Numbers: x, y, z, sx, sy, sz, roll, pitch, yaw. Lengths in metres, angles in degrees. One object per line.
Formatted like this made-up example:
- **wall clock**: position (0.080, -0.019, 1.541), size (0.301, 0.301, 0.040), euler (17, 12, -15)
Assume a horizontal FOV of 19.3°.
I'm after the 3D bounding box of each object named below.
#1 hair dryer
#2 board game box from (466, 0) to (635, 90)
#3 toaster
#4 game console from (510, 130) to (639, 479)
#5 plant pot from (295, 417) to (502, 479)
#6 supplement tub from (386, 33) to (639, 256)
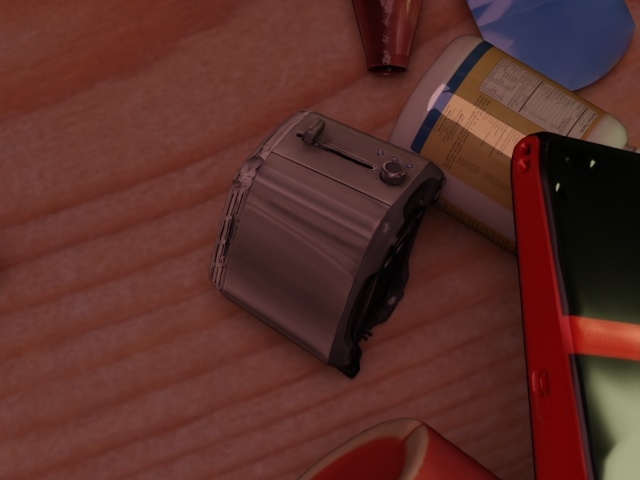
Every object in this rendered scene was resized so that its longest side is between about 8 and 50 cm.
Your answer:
- **hair dryer**: position (-0.003, -0.266, 1.701), size (0.223, 0.080, 0.293), euler (-42, 72, 9)
- **board game box**: position (0.199, -0.209, 1.686), size (0.133, 0.033, 0.169), euler (-22, 81, -8)
- **toaster**: position (0.000, 0.000, 1.571), size (0.146, 0.227, 0.129), euler (30, 46, 13)
- **game console**: position (0.298, 0.105, 1.475), size (0.386, 0.060, 0.342), euler (9, 67, -42)
- **plant pot**: position (0.079, 0.285, 1.412), size (0.275, 0.275, 0.243), euler (-43, 104, -7)
- **supplement tub**: position (0.169, -0.068, 1.594), size (0.199, 0.144, 0.144), euler (32, 80, 9)
